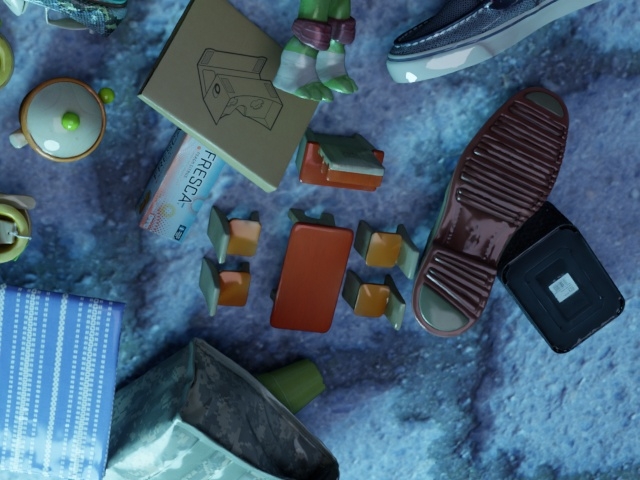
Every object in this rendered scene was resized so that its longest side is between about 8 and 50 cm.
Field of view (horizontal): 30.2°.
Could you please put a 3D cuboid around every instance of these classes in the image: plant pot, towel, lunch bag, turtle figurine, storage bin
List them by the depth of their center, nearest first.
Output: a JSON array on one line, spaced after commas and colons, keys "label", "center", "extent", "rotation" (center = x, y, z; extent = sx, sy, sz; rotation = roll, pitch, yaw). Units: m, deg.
[{"label": "turtle figurine", "center": [0.058, -0.288, 1.336], "extent": [0.275, 0.198, 0.266], "rotation": [9, 111, -14]}, {"label": "towel", "center": [-0.408, 0.158, 1.413], "extent": [0.336, 0.040, 0.243], "rotation": [9, 108, 0]}, {"label": "lunch bag", "center": [-0.145, 0.300, 1.551], "extent": [0.235, 0.169, 0.287], "rotation": [-34, 122, 30]}, {"label": "plant pot", "center": [-0.038, 0.201, 1.616], "extent": [0.079, 0.083, 0.083], "rotation": [-28, 119, -14]}, {"label": "storage bin", "center": [0.319, 0.051, 1.627], "extent": [0.122, 0.084, 0.180], "rotation": [-37, 119, 5]}]

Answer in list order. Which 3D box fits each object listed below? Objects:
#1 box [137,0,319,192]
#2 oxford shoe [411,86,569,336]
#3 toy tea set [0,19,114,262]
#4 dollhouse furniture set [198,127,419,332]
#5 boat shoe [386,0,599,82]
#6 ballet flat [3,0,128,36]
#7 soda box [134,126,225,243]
[{"label": "box", "center": [-0.099, -0.177, 1.396], "extent": [0.201, 0.021, 0.164], "rotation": [37, 64, -26]}, {"label": "oxford shoe", "center": [0.208, -0.041, 1.549], "extent": [0.123, 0.130, 0.348], "rotation": [30, 87, -1]}, {"label": "toy tea set", "center": [-0.376, -0.074, 1.323], "extent": [0.200, 0.124, 0.336], "rotation": [25, 87, -26]}, {"label": "dollhouse furniture set", "center": [0.000, 0.000, 1.492], "extent": [0.262, 0.135, 0.259], "rotation": [6, 113, -17]}, {"label": "boat shoe", "center": [0.212, -0.323, 1.413], "extent": [0.341, 0.127, 0.158], "rotation": [-27, 112, -9]}, {"label": "ballet flat", "center": [-0.311, -0.273, 1.328], "extent": [0.188, 0.070, 0.070], "rotation": [17, 109, -17]}, {"label": "soda box", "center": [-0.159, -0.092, 1.452], "extent": [0.063, 0.058, 0.183], "rotation": [24, 108, -23]}]
